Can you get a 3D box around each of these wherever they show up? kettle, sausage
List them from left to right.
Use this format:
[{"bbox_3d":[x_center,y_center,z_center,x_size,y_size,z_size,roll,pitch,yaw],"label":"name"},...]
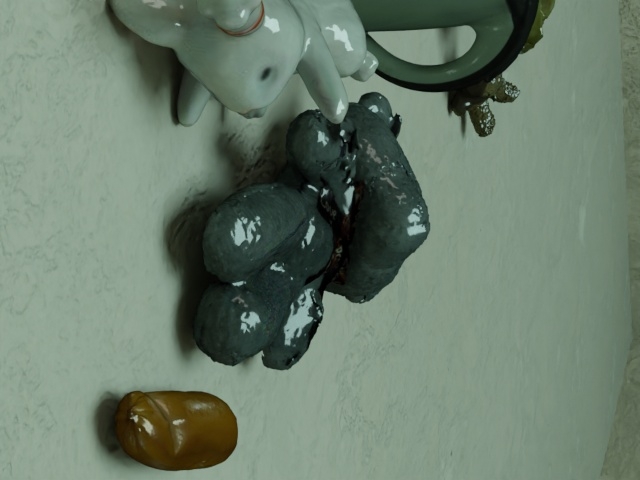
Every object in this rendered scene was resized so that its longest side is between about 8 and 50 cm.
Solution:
[{"bbox_3d":[-0.110,0.145,1.129,0.062,0.054,0.183,62,16,14],"label":"sausage"},{"bbox_3d":[0.087,-0.248,1.386,0.161,0.236,0.221,-37,126,-67],"label":"kettle"}]

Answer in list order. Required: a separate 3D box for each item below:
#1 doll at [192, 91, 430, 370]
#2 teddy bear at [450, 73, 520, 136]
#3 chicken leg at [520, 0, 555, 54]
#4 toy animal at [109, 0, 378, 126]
[{"bbox_3d":[0.008,0.001,1.297,0.340,0.158,0.246,-42,141,-66],"label":"doll"},{"bbox_3d":[0.218,-0.215,2.034,0.119,0.078,0.160,-50,162,-4],"label":"teddy bear"},{"bbox_3d":[0.208,-0.447,1.877,0.201,0.153,0.429,-43,133,-20],"label":"chicken leg"},{"bbox_3d":[-0.058,-0.146,1.136,0.282,0.140,0.138,-45,125,-68],"label":"toy animal"}]
